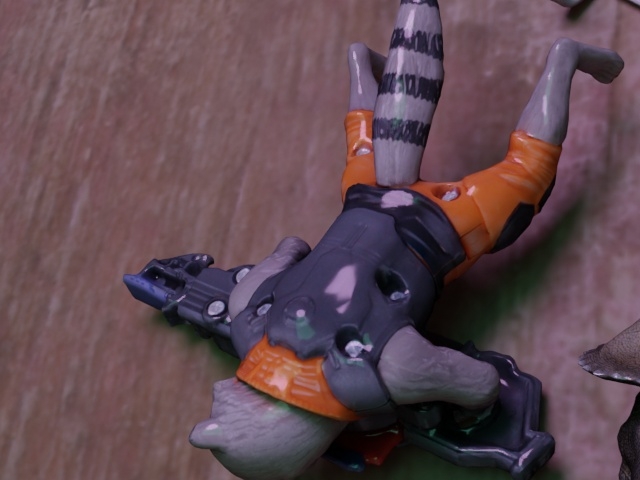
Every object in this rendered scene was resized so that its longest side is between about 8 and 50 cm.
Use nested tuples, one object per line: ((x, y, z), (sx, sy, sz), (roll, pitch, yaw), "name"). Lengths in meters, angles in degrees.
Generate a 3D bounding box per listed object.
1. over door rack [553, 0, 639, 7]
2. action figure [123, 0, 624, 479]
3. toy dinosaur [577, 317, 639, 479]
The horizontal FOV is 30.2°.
((0.314, -0.246, 0.733), (0.239, 0.108, 0.324), (39, 93, 34), "over door rack")
((0.000, 0.000, 0.761), (0.341, 0.178, 0.330), (12, 65, 29), "action figure")
((0.202, 0.152, 0.592), (0.121, 0.160, 0.313), (-21, 60, 19), "toy dinosaur")
